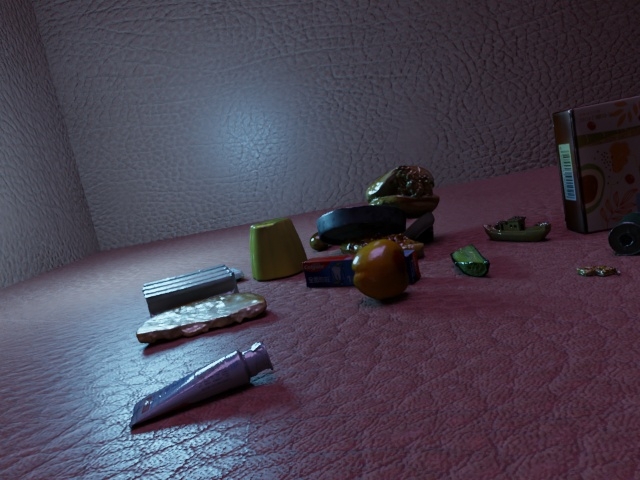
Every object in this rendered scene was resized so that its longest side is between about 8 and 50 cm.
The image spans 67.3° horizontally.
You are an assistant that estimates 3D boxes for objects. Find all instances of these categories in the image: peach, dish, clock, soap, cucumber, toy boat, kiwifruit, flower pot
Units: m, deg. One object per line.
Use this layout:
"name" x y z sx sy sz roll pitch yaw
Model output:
"peach" 0.136 0.068 1.106 0.138 0.138 0.138 -11 9 2
"dish" 0.348 -0.022 1.631 0.141 0.078 0.141 -35 -17 -13
"clock" 0.141 -0.044 1.644 0.313 0.061 0.312 -4 -15 -1
"soap" -0.368 0.151 1.385 0.261 0.094 0.150 -14 15 -21
"cucumber" 0.371 0.053 1.210 0.070 0.046 0.220 -12 8 9
"toy boat" 0.573 -0.037 1.415 0.064 0.072 0.206 -15 11 -34
"kiwifruit" 0.000 0.000 1.891 0.075 0.075 0.124 -7 14 24
"flower pot" -0.150 0.023 1.598 0.195 0.179 0.195 -13 8 2

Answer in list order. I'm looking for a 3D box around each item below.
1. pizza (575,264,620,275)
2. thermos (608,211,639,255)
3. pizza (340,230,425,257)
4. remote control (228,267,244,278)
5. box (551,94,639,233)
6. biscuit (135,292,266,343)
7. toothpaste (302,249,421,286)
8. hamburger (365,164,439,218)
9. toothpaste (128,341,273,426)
"pizza" 0.572 0.062 0.992 0.083 0.016 0.037 -1 20 43
"thermos" 0.738 -0.018 1.137 0.073 0.083 0.188 23 27 34
"pizza" 0.191 0.017 1.518 0.305 0.085 0.161 -2 12 38
"remote control" -0.405 0.141 1.594 0.293 0.051 0.103 -14 9 -23
"box" 0.882 -0.227 1.339 0.385 0.344 0.122 -10 8 6
"biscuit" -0.293 0.187 1.208 0.309 0.040 0.204 -13 10 -12
"toothpaste" 0.102 0.078 1.282 0.320 0.076 0.066 -5 11 33
"hamburger" 0.274 -0.154 1.633 0.243 0.146 0.286 -13 -16 9
"toothpaste" -0.195 0.234 0.789 0.234 0.057 0.089 -20 9 -12
